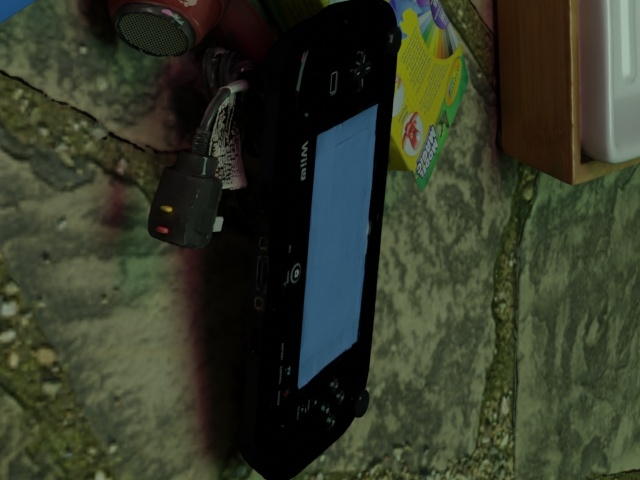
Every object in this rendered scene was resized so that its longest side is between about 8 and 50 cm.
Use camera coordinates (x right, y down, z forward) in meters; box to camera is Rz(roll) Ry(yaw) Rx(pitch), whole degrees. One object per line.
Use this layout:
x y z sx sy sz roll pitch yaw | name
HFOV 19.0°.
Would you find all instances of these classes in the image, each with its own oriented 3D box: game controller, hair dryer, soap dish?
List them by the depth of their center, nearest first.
-0.073 -0.146 1.229 0.223 0.080 0.293 -34 127 -72 | hair dryer
0.000 0.000 1.275 0.166 0.067 0.319 -47 144 -66 | game controller
0.256 -0.182 1.700 0.291 0.118 0.228 -18 108 -58 | soap dish

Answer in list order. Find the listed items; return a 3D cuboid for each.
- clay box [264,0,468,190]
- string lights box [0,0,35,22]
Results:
0.039 -0.150 1.404 0.222 0.053 0.127 60 43 -43 | clay box
-0.183 -0.182 0.954 0.260 0.077 0.133 -40 127 -32 | string lights box
